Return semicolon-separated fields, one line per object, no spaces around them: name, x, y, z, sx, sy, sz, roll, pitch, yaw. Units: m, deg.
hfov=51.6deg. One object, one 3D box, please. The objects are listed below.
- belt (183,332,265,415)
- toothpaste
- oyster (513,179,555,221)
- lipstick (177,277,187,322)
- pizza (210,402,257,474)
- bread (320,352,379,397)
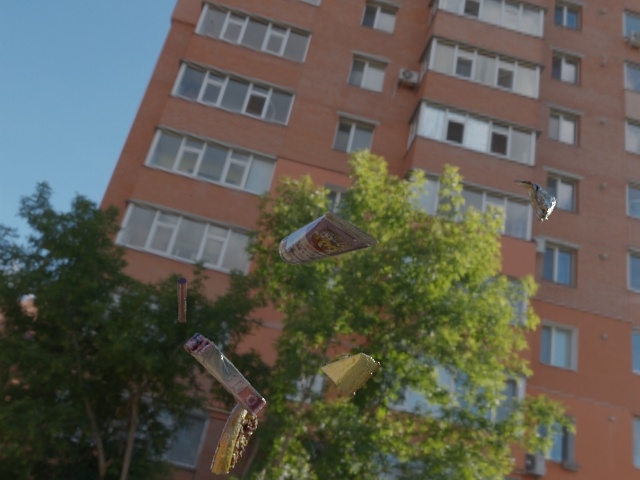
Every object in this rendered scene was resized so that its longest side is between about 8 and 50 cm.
belt;-0.218;0.308;1.531;0.232;0.053;0.071;46;-20;0
toothpaste;0.000;0.000;1.320;0.114;0.073;0.299;33;-20;-16
oyster;0.282;-0.052;0.851;0.034;0.093;0.051;-35;-52;16
lipstick;-0.400;0.177;1.912;0.027;0.027;0.177;12;-48;1
pizza;-0.197;0.462;1.608;0.058;0.246;0.127;16;-65;10
bread;0.066;0.289;1.518;0.084;0.109;0.080;45;-3;-39
